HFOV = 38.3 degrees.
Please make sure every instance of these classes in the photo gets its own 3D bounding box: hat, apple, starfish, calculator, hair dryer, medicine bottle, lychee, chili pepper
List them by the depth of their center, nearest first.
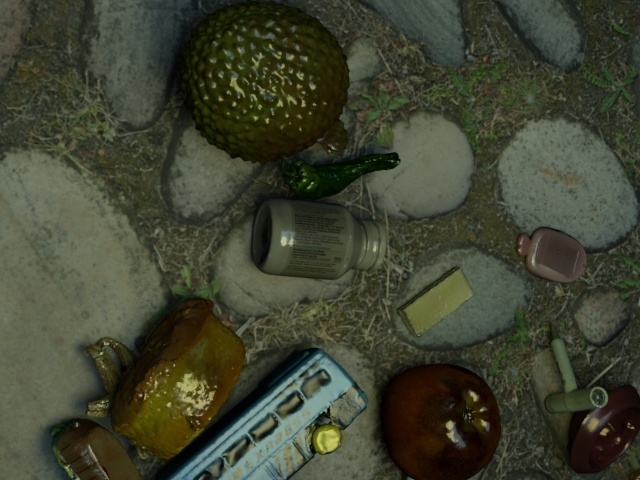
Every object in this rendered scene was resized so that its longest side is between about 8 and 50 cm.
[{"bbox_3d":[-0.084,-0.256,1.505,0.320,0.270,0.270,-14,98,-60],"label":"lychee"},{"bbox_3d":[-0.318,0.259,1.519,0.150,0.053,0.210,-12,85,-41],"label":"starfish"},{"bbox_3d":[0.012,-0.113,1.596,0.279,0.122,0.065,-14,73,-44],"label":"chili pepper"},{"bbox_3d":[0.000,0.000,1.604,0.215,0.135,0.135,5,89,-21],"label":"medicine bottle"},{"bbox_3d":[0.222,0.329,1.649,0.230,0.230,0.230,-1,91,-21],"label":"apple"},{"bbox_3d":[0.484,0.242,1.799,0.044,0.155,0.183,-2,78,-23],"label":"hair dryer"},{"bbox_3d":[0.556,0.368,1.837,0.205,0.089,0.205,-21,128,-29],"label":"hat"},{"bbox_3d":[0.462,0.029,1.838,0.166,0.024,0.103,17,86,-21],"label":"calculator"}]

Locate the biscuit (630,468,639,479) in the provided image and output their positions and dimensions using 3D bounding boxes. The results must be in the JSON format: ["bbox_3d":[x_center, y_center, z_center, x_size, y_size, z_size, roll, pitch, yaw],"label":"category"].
[{"bbox_3d":[0.682,0.567,1.926,0.212,0.041,0.239,21,84,-14],"label":"biscuit"}]

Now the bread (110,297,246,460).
[{"bbox_3d":[-0.216,0.215,1.491,0.160,0.147,0.260,46,54,-15],"label":"bread"}]

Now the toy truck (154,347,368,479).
[{"bbox_3d":[-0.104,0.353,1.570,0.385,0.161,0.162,-40,93,-15],"label":"toy truck"}]

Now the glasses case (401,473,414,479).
[{"bbox_3d":[0.176,0.554,1.736,0.105,0.056,0.266,17,85,4],"label":"glasses case"}]

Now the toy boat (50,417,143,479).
[{"bbox_3d":[-0.338,0.417,1.511,0.099,0.108,0.293,-18,105,25],"label":"toy boat"}]

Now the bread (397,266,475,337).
[{"bbox_3d":[0.221,0.116,1.748,0.153,0.028,0.068,-35,103,-17],"label":"bread"}]
